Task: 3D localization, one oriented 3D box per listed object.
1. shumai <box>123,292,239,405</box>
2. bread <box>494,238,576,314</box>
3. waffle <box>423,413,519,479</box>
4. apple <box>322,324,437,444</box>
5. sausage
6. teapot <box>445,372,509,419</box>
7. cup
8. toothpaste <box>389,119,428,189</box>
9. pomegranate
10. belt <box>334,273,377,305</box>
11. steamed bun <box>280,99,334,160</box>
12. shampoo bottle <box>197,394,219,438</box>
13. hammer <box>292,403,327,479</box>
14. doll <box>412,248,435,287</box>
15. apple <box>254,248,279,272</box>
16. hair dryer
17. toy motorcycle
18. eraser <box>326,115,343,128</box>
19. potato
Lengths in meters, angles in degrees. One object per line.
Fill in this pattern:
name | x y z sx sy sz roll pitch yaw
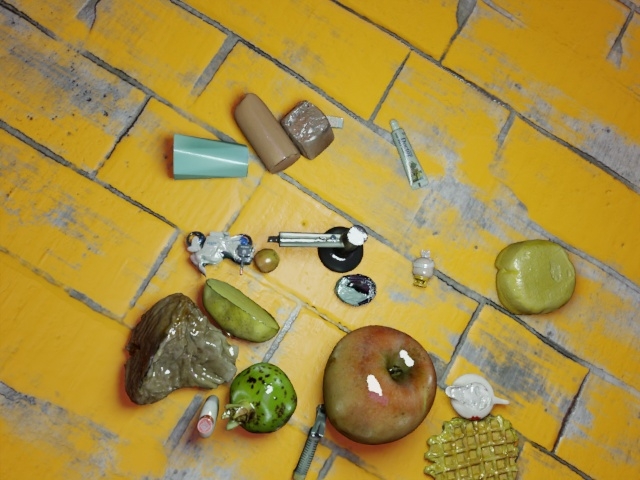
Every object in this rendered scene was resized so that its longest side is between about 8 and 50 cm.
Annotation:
shumai | -0.415 0.337 1.587 0.283 0.217 0.347 19 90 -36
bread | 0.720 0.125 1.760 0.269 0.148 0.270 1 85 -10
waffle | 0.492 0.692 1.689 0.311 0.060 0.308 27 78 -5
apple | 0.168 0.435 1.558 0.338 0.305 0.339 11 51 -14
sausage | -0.182 -0.349 1.714 0.123 0.123 0.253 -33 87 -11
teapot | 0.499 0.506 1.696 0.226 0.092 0.145 9 77 -7
cup | -0.350 -0.259 1.671 0.235 0.134 0.148 1 54 -12
toothpaste | 0.301 -0.302 1.821 0.067 0.037 0.256 -22 89 -11
pomegranate | -0.185 0.476 1.537 0.210 0.263 0.211 6 104 25
belt | 0.115 0.161 1.714 0.139 0.058 0.106 4 87 -11
steamed bun | -0.039 -0.371 1.737 0.144 0.106 0.175 -40 92 -2
shampoo bottle | -0.326 0.515 1.515 0.051 0.221 0.108 13 80 -5
hammer | -0.030 0.624 1.593 0.041 0.159 0.227 21 92 2
doll | 0.353 0.094 1.757 0.084 0.073 0.127 19 82 -39
apple | -0.170 0.063 1.674 0.071 0.084 0.084 -33 87 9
hair dryer | 0.001 -0.013 1.612 0.283 0.320 0.156 15 80 5
toy motorcycle | -0.315 0.044 1.651 0.220 0.102 0.150 2 69 -7
eraser | 0.037 -0.408 1.805 0.083 0.019 0.038 7 81 -7
potato | -0.260 0.232 1.609 0.271 0.160 0.111 34 94 -4
